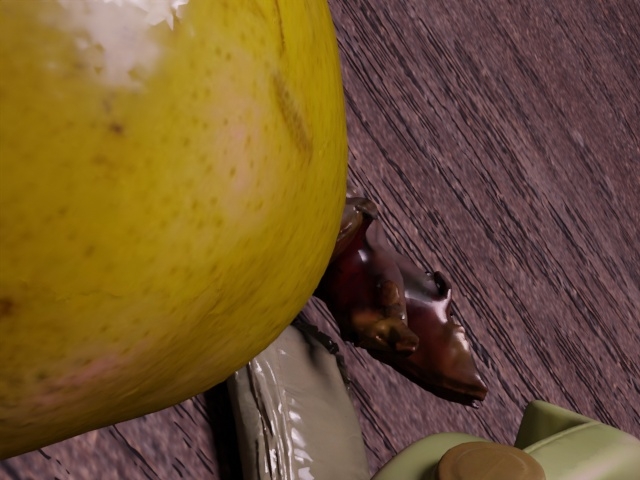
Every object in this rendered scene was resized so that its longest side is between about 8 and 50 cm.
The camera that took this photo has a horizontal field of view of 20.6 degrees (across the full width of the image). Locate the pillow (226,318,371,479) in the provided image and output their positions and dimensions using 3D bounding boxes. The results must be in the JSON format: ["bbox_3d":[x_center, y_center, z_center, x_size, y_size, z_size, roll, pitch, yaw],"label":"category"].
[{"bbox_3d":[-0.008,0.132,0.992,0.119,0.053,0.208,26,47,-54],"label":"pillow"}]

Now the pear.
[{"bbox_3d":[-0.131,-0.049,0.639,0.336,0.285,0.285,52,23,-62],"label":"pear"}]

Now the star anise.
[{"bbox_3d":[0.000,0.000,1.044,0.288,0.088,0.288,46,3,-3],"label":"star anise"}]

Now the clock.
[{"bbox_3d":[0.065,0.204,0.908,0.308,0.096,0.235,5,105,-62],"label":"clock"}]
